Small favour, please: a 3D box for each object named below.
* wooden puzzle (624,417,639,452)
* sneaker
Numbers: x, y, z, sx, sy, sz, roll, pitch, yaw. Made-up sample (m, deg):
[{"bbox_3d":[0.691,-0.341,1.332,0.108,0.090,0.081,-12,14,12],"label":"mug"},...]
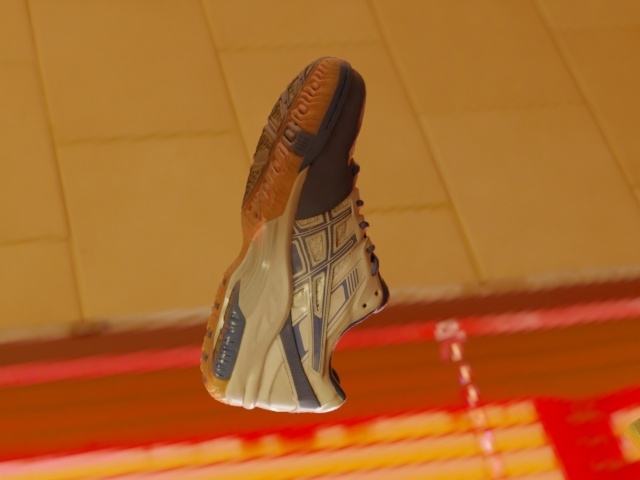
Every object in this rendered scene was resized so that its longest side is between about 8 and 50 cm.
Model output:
[{"bbox_3d":[0.147,0.058,0.425,0.116,0.078,0.014,-17,-28,-21],"label":"wooden puzzle"},{"bbox_3d":[0.000,0.000,1.283,0.131,0.112,0.296,14,-73,-13],"label":"sneaker"}]
